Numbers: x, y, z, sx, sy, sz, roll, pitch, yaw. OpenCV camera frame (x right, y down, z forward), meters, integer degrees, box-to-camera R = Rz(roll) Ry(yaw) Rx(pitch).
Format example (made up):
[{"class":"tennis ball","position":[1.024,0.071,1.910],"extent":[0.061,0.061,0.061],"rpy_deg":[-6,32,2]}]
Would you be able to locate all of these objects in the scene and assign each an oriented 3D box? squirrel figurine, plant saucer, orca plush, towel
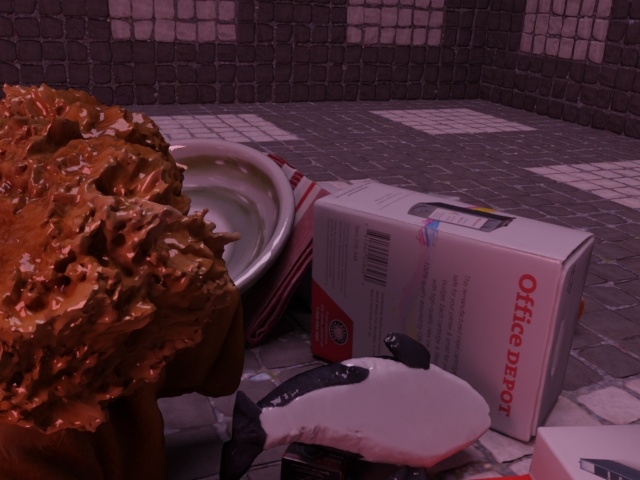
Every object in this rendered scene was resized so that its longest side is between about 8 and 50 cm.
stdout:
[{"class":"squirrel figurine","position":[-0.206,0.098,0.479],"extent":[0.281,0.397,0.370],"rpy_deg":[14,34,-2]},{"class":"plant saucer","position":[-0.228,0.004,0.976],"extent":[0.401,0.100,0.400],"rpy_deg":[-5,44,5]},{"class":"orca plush","position":[0.028,0.181,0.656],"extent":[0.287,0.151,0.102],"rpy_deg":[-11,-8,-34]},{"class":"towel","position":[-0.092,-0.005,1.036],"extent":[0.037,0.237,0.329],"rpy_deg":[34,4,-30]}]

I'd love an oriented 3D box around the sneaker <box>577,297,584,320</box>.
[{"class":"sneaker","position":[0.269,0.070,1.051],"extent":[0.263,0.099,0.121],"rpy_deg":[16,15,12]}]

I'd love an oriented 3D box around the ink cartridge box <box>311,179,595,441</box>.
[{"class":"ink cartridge box","position":[0.145,0.071,0.817],"extent":[0.306,0.226,0.131],"rpy_deg":[16,25,30]}]

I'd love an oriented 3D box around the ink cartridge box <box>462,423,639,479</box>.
[{"class":"ink cartridge box","position":[0.237,0.264,0.535],"extent":[0.261,0.066,0.296],"rpy_deg":[0,20,-9]}]

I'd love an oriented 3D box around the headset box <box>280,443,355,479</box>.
[{"class":"headset box","position":[0.000,0.218,0.674],"extent":[0.062,0.032,0.083],"rpy_deg":[9,20,17]}]

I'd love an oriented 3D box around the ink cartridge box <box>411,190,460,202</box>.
[{"class":"ink cartridge box","position":[0.144,-0.034,1.280],"extent":[0.208,0.086,0.153],"rpy_deg":[-14,18,-38]}]

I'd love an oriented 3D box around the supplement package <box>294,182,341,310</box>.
[{"class":"supplement package","position":[0.000,0.000,1.116],"extent":[0.134,0.139,0.244],"rpy_deg":[-5,20,-23]}]
